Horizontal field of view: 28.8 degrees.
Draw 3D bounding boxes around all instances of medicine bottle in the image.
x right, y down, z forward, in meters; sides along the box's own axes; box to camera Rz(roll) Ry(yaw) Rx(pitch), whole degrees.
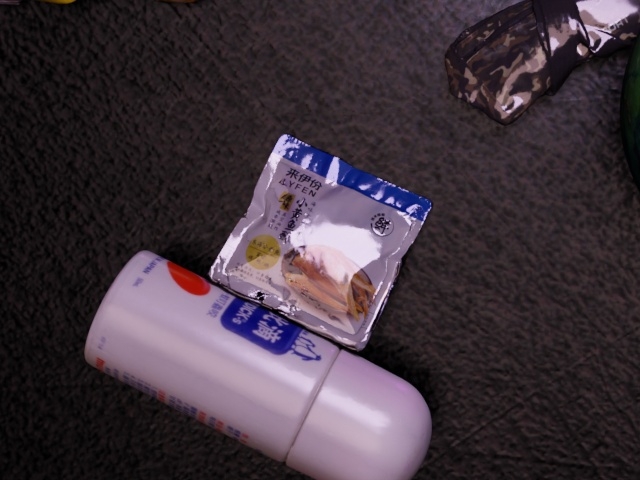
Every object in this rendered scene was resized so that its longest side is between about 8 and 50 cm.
[{"bbox_3d":[-0.053,0.139,1.221,0.341,0.130,0.130,27,100,6],"label":"medicine bottle"}]

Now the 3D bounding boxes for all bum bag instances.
[{"bbox_3d":[0.231,-0.201,1.168,0.248,0.069,0.102,-34,54,12],"label":"bum bag"}]

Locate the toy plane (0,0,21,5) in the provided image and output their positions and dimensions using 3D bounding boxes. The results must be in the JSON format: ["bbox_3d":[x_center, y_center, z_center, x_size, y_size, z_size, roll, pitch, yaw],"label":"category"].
[{"bbox_3d":[-0.378,-0.266,1.279,0.145,0.037,0.060,-4,106,6],"label":"toy plane"}]

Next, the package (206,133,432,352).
[{"bbox_3d":[0.000,0.000,1.225,0.171,0.027,0.173,24,78,7],"label":"package"}]

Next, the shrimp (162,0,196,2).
[{"bbox_3d":[-0.176,-0.375,1.223,0.154,0.062,0.294,-17,94,19],"label":"shrimp"}]

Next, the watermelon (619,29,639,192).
[{"bbox_3d":[0.423,-0.119,1.015,0.363,0.363,0.363,1,96,9],"label":"watermelon"}]

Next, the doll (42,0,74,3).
[{"bbox_3d":[-0.281,-0.299,1.239,0.135,0.071,0.113,36,88,23],"label":"doll"}]
